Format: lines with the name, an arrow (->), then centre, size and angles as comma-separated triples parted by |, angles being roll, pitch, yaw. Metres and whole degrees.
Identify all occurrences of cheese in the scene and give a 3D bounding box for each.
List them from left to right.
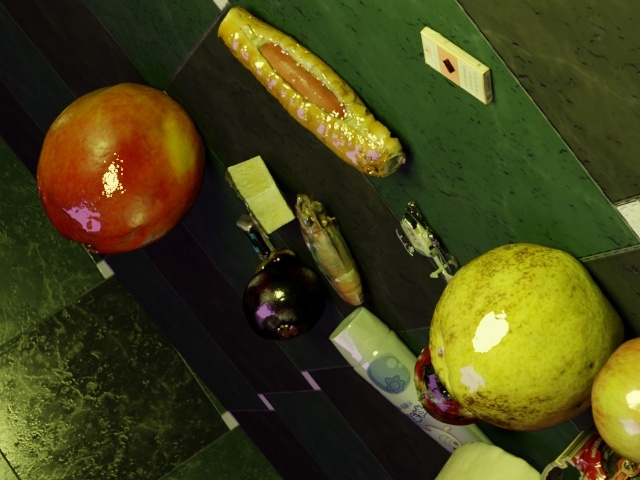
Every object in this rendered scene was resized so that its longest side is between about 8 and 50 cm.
cheese -> 0.268, 0.425, 2.021 | 0.292, 0.153, 0.332 | 37, 163, 11

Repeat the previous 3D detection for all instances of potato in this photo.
potato -> -0.083, -0.061, 2.057 | 0.086, 0.061, 0.122 | 57, 180, -29

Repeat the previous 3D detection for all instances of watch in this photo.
watch -> 0.330, 0.321, 1.680 | 0.165, 0.102, 0.268 | 31, 145, 29

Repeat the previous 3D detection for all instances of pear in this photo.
pear -> 0.201, 0.105, 1.491 | 0.197, 0.197, 0.197 | 45, 163, 18

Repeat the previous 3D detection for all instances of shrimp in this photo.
shrimp -> -0.002, 0.001, 2.048 | 0.143, 0.052, 0.251 | 47, 164, 38

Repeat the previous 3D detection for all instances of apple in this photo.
apple -> 0.315, 0.150, 1.384 | 0.102, 0.126, 0.126 | 23, 149, 44

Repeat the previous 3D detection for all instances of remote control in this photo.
remote control -> -0.071, 0.046, 2.366 | 0.059, 0.028, 0.212 | 20, 146, 58

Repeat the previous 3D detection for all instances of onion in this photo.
onion -> 0.174, 0.181, 1.883 | 0.118, 0.119, 0.117 | 134, 129, -74

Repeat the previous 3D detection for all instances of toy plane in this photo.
toy plane -> 0.129, 0.006, 1.745 | 0.120, 0.031, 0.049 | 57, 154, -12

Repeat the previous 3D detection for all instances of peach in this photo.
peach -> -0.313, -0.109, 2.245 | 0.281, 0.281, 0.238 | 44, 164, 21

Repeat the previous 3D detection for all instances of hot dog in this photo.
hot dog -> -0.016, -0.170, 1.679 | 0.289, 0.068, 0.083 | 42, 169, 24

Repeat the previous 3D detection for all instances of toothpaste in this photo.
toothpaste -> 0.169, 0.246, 2.119 | 0.371, 0.080, 0.125 | 44, 161, -7

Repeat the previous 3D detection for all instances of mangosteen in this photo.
mangosteen -> -0.058, 0.077, 2.257 | 0.137, 0.137, 0.151 | 82, 178, -61

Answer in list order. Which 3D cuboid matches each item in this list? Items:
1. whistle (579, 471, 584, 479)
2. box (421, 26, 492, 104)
whistle -> 0.360, 0.340, 1.789 | 0.235, 0.077, 0.114 | 67, 172, -27
box -> 0.130, -0.167, 1.389 | 0.083, 0.012, 0.046 | 40, 161, 31
